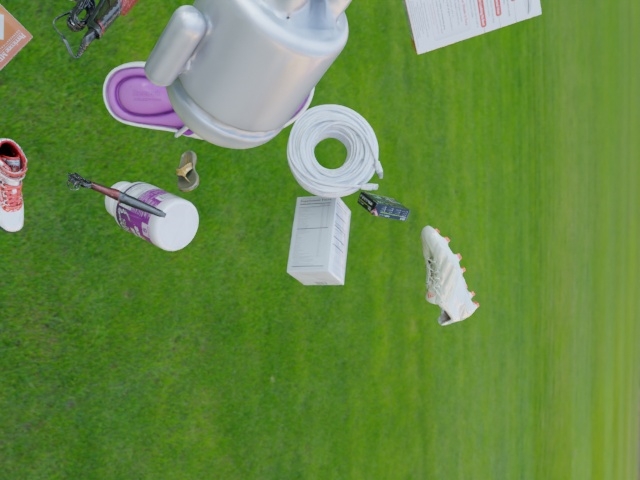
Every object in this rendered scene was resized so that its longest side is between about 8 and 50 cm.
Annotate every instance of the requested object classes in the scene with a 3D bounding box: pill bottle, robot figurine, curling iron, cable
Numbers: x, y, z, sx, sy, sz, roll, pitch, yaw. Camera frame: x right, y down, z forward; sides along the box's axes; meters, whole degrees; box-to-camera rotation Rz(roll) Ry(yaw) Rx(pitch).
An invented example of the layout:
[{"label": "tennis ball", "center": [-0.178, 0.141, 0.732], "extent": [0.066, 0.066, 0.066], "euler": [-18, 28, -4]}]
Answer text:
[{"label": "pill bottle", "center": [-0.542, -0.088, 1.779], "extent": [0.169, 0.301, 0.169], "euler": [-30, 131, -42]}, {"label": "robot figurine", "center": [-0.097, -0.270, 0.811], "extent": [0.300, 0.353, 0.199], "euler": [-10, 67, -42]}, {"label": "curling iron", "center": [-0.551, -0.114, 1.522], "extent": [0.035, 0.274, 0.068], "euler": [-60, -162, 21]}, {"label": "cable", "center": [0.034, -0.247, 1.574], "extent": [0.089, 0.257, 0.257], "euler": [148, -66, -84]}]

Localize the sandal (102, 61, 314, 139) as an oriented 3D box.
[{"label": "sandal", "center": [-0.216, -0.260, 1.047], "extent": [0.102, 0.416, 0.169], "euler": [-65, 150, -66]}]

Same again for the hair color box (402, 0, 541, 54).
[{"label": "hair color box", "center": [0.194, -0.319, 0.740], "extent": [0.053, 0.167, 0.093], "euler": [-91, 164, -57]}]

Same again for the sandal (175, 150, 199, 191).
[{"label": "sandal", "center": [-0.413, -0.218, 1.728], "extent": [0.049, 0.072, 0.180], "euler": [58, 17, -50]}]

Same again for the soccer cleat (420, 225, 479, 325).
[{"label": "soccer cleat", "center": [0.199, 0.064, 0.929], "extent": [0.196, 0.076, 0.068], "euler": [60, -2, -29]}]

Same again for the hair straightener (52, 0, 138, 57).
[{"label": "hair straightener", "center": [-0.362, -0.369, 0.909], "extent": [0.047, 0.089, 0.230], "euler": [95, 6, -54]}]

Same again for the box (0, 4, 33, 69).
[{"label": "box", "center": [-0.910, -0.546, 1.323], "extent": [0.215, 0.168, 0.345], "euler": [-53, 138, -12]}]

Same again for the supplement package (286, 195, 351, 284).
[{"label": "supplement package", "center": [0.000, 0.000, 1.704], "extent": [0.134, 0.139, 0.244], "euler": [44, 49, -59]}]

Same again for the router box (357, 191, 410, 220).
[{"label": "router box", "center": [0.179, -0.097, 1.602], "extent": [0.122, 0.092, 0.038], "euler": [9, 112, -31]}]

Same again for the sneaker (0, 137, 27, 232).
[{"label": "sneaker", "center": [-0.888, -0.155, 1.602], "extent": [0.090, 0.145, 0.270], "euler": [-17, 100, -49]}]
